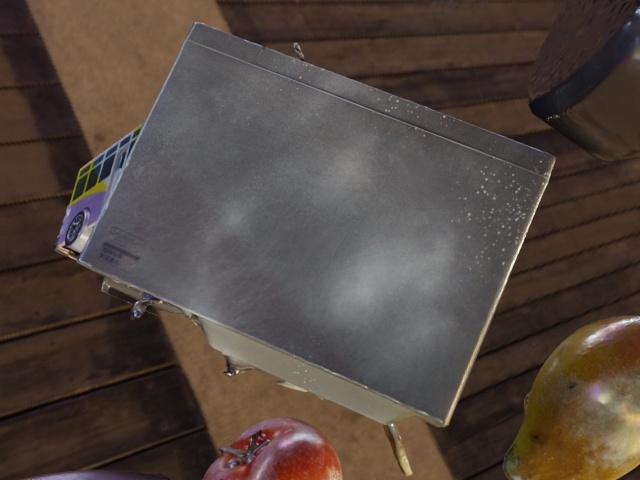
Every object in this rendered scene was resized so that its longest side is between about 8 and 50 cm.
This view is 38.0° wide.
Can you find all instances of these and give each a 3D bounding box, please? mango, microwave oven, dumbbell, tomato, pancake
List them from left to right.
[{"bbox_3d":[-0.081,0.463,1.719,0.227,0.270,0.270,55,41,-15],"label":"tomato"},{"bbox_3d":[0.000,0.000,1.086,0.432,0.236,0.374,23,80,11],"label":"microwave oven"},{"bbox_3d":[0.155,0.413,1.888,0.022,0.139,0.139,-20,69,-3],"label":"pancake"},{"bbox_3d":[0.387,0.245,1.322,0.193,0.316,0.146,38,14,4],"label":"mango"},{"bbox_3d":[0.328,-0.085,0.647,0.322,0.204,0.204,33,45,-8],"label":"dumbbell"}]

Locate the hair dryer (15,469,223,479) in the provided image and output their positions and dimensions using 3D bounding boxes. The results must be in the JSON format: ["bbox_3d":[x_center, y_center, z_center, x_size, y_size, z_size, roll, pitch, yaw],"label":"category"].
[{"bbox_3d":[-0.271,0.230,0.951,0.340,0.123,0.312,-1,37,-13],"label":"hair dryer"}]

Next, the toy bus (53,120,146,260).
[{"bbox_3d":[-0.292,-0.092,1.747,0.209,0.440,0.249,28,57,-31],"label":"toy bus"}]

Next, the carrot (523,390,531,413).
[{"bbox_3d":[0.484,0.257,1.461,0.342,0.070,0.070,2,57,-12],"label":"carrot"}]
